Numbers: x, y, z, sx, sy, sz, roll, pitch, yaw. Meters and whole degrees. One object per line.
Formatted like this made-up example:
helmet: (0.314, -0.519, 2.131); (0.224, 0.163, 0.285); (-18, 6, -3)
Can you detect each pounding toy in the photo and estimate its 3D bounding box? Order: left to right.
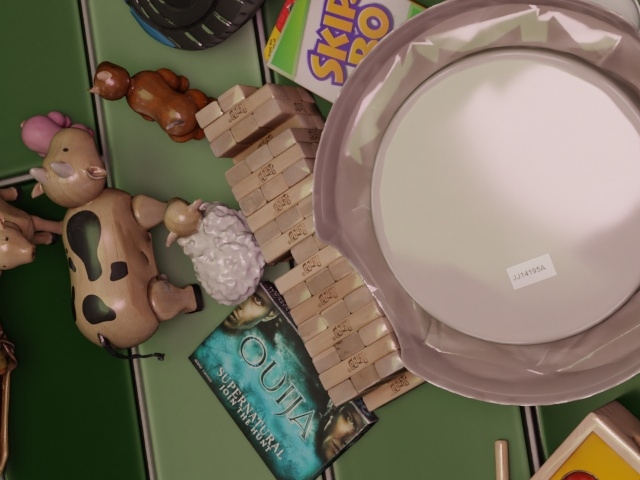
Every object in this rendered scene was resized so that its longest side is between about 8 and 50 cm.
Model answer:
pounding toy: (0.211, 0.244, 1.067); (0.181, 0.094, 0.206); (44, 110, 20)

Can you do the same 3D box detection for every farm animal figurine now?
farm animal figurine: (-0.247, -0.022, 1.255); (0.330, 0.172, 0.327); (-33, 75, 26)

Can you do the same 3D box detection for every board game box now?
board game box: (-0.041, 0.151, 1.238); (0.126, 0.026, 0.186); (-47, 71, 22)
board game box: (0.059, -0.179, 1.172); (0.259, 0.039, 0.124); (33, 105, 26)

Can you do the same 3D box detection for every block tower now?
block tower: (0.000, 0.000, 1.173); (0.091, 0.097, 0.335); (-33, 78, 26)

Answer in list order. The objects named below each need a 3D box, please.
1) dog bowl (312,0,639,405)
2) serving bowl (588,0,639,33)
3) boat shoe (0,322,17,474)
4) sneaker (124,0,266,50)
dog bowl: (0.172, -0.038, 1.041); (0.348, 0.102, 0.349); (3, 99, 17)
serving bowl: (0.248, -0.190, 1.071); (0.083, 0.027, 0.083); (1, 93, 29)
boat shoe: (-0.398, 0.131, 1.391); (0.104, 0.110, 0.307); (11, 106, 24)
sneaker: (-0.068, -0.290, 1.197); (0.340, 0.140, 0.125); (-14, 115, 45)
